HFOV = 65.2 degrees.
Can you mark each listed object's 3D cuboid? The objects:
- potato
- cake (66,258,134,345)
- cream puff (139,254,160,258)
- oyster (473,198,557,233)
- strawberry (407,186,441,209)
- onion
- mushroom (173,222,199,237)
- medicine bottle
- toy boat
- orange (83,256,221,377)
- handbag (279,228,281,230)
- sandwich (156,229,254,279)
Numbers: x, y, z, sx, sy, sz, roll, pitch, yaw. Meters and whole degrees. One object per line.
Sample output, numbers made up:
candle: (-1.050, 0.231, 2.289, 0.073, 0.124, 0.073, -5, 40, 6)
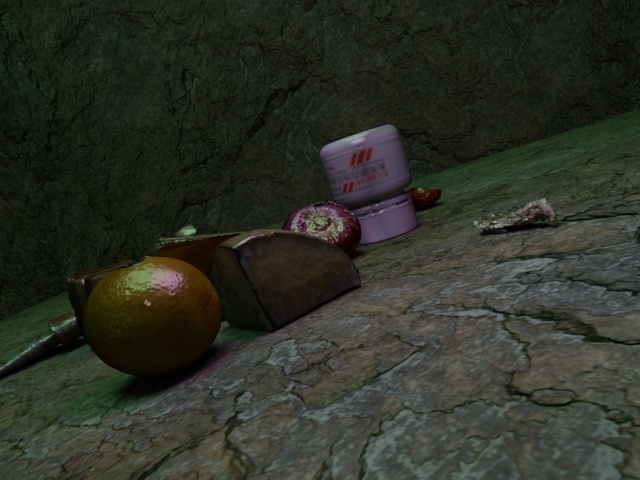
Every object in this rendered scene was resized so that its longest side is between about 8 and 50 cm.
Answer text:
potato: (-0.086, 0.054, 1.046, 0.264, 0.189, 0.211, -23, 9, -31)
cake: (-0.477, 0.153, 1.286, 0.293, 0.199, 0.196, -8, 7, 35)
cream puff: (-0.584, 0.120, 1.924, 0.241, 0.155, 0.269, -3, 10, 46)
oyster: (0.429, -0.057, 1.104, 0.200, 0.061, 0.106, -11, 10, 44)
strawberry: (0.382, -0.154, 1.875, 0.121, 0.082, 0.188, 1, -2, 0)
onion: (0.000, 0.000, 1.419, 0.230, 0.163, 0.230, -1, 46, 1)
mushroom: (-0.525, 0.072, 2.091, 0.162, 0.236, 0.173, 31, 65, 32)
medicine bottle: (0.157, -0.170, 1.552, 0.256, 0.325, 0.256, -17, 8, 2)
toy boat: (-0.808, 0.313, 1.401, 0.282, 0.096, 0.206, -40, 13, -36)
orange: (-0.295, 0.134, 0.893, 0.236, 0.236, 0.236, -18, 8, 3)
handbag: (-0.176, 0.023, 1.837, 0.173, 0.095, 0.117, -25, 13, -23)
sandwich: (-0.258, 0.083, 1.196, 0.227, 0.198, 0.155, -5, 5, -7)
